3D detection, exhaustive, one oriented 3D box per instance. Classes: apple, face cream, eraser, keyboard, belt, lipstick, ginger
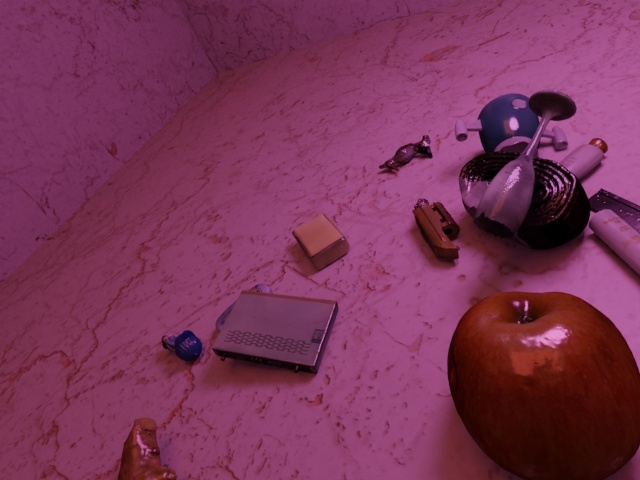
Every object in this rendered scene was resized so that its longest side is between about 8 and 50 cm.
[{"bbox_3d":[0.333,0.199,0.694,0.278,0.250,0.309,-28,34,2],"label":"apple"},{"bbox_3d":[0.636,-0.187,1.123,0.182,0.051,0.072,-38,36,-11],"label":"face cream"},{"bbox_3d":[0.000,0.000,1.306,0.117,0.058,0.172,-32,37,-4],"label":"eraser"},{"bbox_3d":[0.669,-0.054,0.975,0.060,0.018,0.195,-37,36,1],"label":"keyboard"},{"bbox_3d":[0.464,-0.094,1.045,0.184,0.164,0.289,-58,40,4],"label":"belt"},{"bbox_3d":[0.621,0.031,0.867,0.059,0.059,0.263,-23,37,7],"label":"lipstick"},{"bbox_3d":[-0.349,0.549,0.850,0.348,0.122,0.363,16,61,46],"label":"ginger"}]

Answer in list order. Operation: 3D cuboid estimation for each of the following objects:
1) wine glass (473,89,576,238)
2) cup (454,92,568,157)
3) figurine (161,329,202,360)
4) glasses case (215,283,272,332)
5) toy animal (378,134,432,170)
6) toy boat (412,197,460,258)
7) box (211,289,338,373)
[{"bbox_3d":[0.466,-0.144,0.864,0.264,0.096,0.309,14,72,55],"label":"wine glass"},{"bbox_3d":[0.518,-0.280,1.225,0.300,0.167,0.173,5,52,2],"label":"cup"},{"bbox_3d":[-0.376,0.285,1.207,0.136,0.077,0.079,-19,72,40],"label":"figurine"},{"bbox_3d":[-0.207,0.186,1.229,0.178,0.045,0.067,-41,40,-17],"label":"glasses case"},{"bbox_3d":[0.283,-0.281,1.472,0.203,0.070,0.105,-30,23,2],"label":"toy animal"},{"bbox_3d":[0.301,-0.034,1.146,0.088,0.068,0.226,-20,36,2],"label":"toy boat"},{"bbox_3d":[-0.108,0.218,1.096,0.271,0.045,0.210,3,46,20],"label":"box"}]
